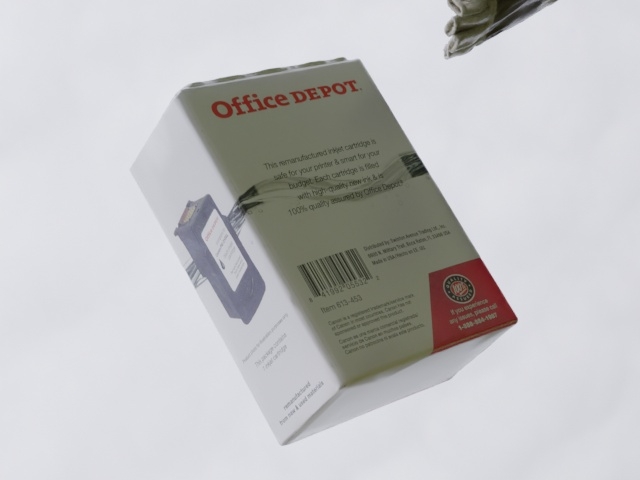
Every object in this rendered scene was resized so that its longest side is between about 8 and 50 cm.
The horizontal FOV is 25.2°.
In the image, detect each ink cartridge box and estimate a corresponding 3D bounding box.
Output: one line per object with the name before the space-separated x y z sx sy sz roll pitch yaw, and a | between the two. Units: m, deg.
ink cartridge box | 0.000 0.000 1.012 0.172 0.237 0.100 -16 -22 -39

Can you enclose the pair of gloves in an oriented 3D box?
pair of gloves | 0.189 -0.245 1.163 0.204 0.042 0.240 -32 -13 -17
